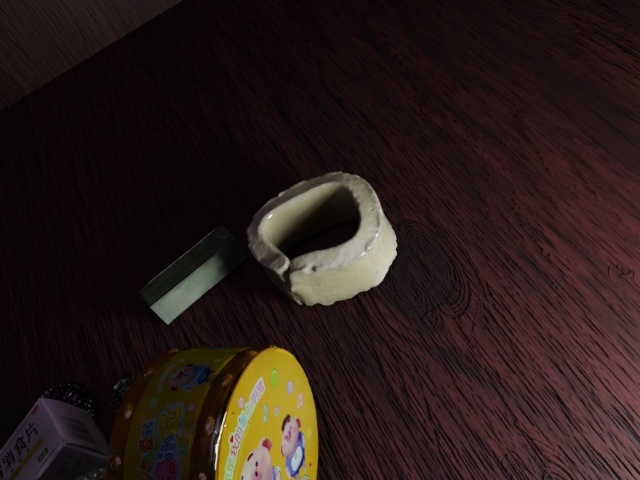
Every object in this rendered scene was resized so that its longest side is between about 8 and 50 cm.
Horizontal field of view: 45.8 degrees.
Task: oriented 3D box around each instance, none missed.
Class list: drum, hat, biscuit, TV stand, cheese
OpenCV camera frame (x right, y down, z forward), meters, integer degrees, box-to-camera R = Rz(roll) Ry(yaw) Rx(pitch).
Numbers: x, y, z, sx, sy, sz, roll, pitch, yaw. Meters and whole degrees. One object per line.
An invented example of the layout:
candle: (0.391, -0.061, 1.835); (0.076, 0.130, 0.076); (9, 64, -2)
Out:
drum: (-0.175, 0.398, 1.383); (0.214, 0.431, 0.431); (-4, 53, 23)
hat: (-0.452, 0.352, 1.788); (0.121, 0.050, 0.121); (-12, 48, 14)
biscuit: (-0.622, 0.428, 1.804); (0.195, 0.053, 0.194); (-13, 51, 16)
TV stand: (-0.316, 0.082, 1.912); (0.269, 0.088, 0.083); (-39, 47, -8)
cheese: (0.000, 0.000, 1.785); (0.332, 0.153, 0.292); (-23, 47, 9)

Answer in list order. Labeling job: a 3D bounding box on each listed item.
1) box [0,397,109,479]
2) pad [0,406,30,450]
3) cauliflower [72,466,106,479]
box: (-0.608, 0.524, 1.608); (0.333, 0.145, 0.173); (-53, 42, 0)
pad: (-0.847, 0.557, 1.841); (0.220, 0.004, 0.330); (-1, 54, 24)
cauliflower: (-0.374, 0.547, 1.506); (0.239, 0.315, 0.256); (39, 32, 17)
